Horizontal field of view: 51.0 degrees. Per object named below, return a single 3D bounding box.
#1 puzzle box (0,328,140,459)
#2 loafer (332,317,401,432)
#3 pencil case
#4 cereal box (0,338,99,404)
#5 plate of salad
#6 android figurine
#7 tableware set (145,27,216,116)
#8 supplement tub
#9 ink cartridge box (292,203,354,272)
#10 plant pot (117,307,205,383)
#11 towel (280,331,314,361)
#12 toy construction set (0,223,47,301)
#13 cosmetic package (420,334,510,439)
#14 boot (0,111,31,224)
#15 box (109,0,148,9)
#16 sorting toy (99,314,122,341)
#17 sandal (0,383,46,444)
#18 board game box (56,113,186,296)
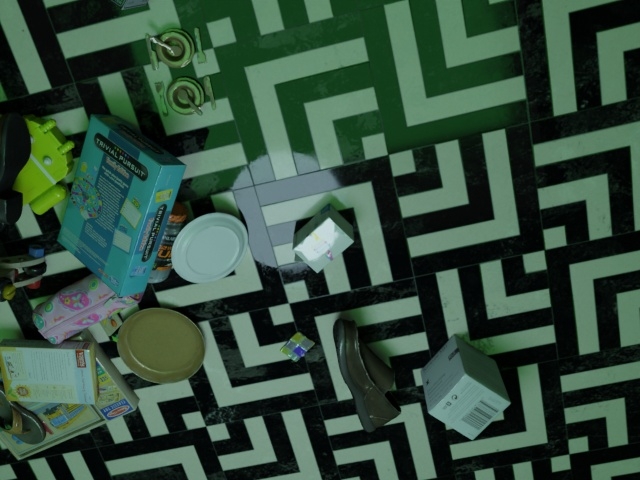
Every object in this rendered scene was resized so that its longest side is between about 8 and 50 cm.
[{"bbox_3d":[-0.746,0.432,1.858,0.408,0.052,0.272,-26,111,11],"label":"puzzle box"},{"bbox_3d":[0.127,0.343,1.774,0.130,0.134,0.366,-18,122,4],"label":"loafer"},{"bbox_3d":[-0.584,0.156,1.699,0.284,0.124,0.124,-26,111,12],"label":"pencil case"},{"bbox_3d":[-0.711,0.345,1.765,0.240,0.047,0.173,3,113,-1],"label":"cereal box"},{"bbox_3d":[-0.273,0.016,1.649,0.199,0.048,0.200,-17,129,-23],"label":"plate of salad"},{"bbox_3d":[-0.704,-0.185,1.589,0.272,0.056,0.248,-29,110,15],"label":"android figurine"},{"bbox_3d":[-0.318,-0.374,1.507,0.128,0.039,0.194,-7,113,4],"label":"tableware set"},{"bbox_3d":[-0.396,-0.003,1.628,0.117,0.117,0.190,22,112,-9],"label":"supplement tub"},{"bbox_3d":[0.000,0.000,1.637,0.143,0.092,0.090,-41,108,18],"label":"ink cartridge box"},{"bbox_3d":[-0.422,0.277,1.796,0.236,0.032,0.236,1,113,2],"label":"plant pot"},{"bbox_3d":[-0.062,0.286,1.806,0.060,0.009,0.083,40,108,-16],"label":"towel"},{"bbox_3d":[-0.841,0.106,1.617,0.257,0.237,0.309,34,110,-13],"label":"toy construction set"},{"bbox_3d":[0.371,0.378,1.744,0.151,0.184,0.151,33,110,-13],"label":"cosmetic package"},{"bbox_3d":[-0.811,-0.191,1.534,0.280,0.096,0.264,16,115,9],"label":"boot"},{"bbox_3d":[-0.340,-0.613,1.337,0.087,0.169,0.290,34,111,-10],"label":"box"},{"bbox_3d":[-0.547,0.224,1.762,0.062,0.012,0.083,-41,78,22],"label":"sorting toy"},{"bbox_3d":[-0.837,0.478,1.817,0.090,0.060,0.219,-25,111,11],"label":"sandal"},{"bbox_3d":[-0.464,-0.081,1.544,0.253,0.079,0.336,35,114,26],"label":"board game box"}]
